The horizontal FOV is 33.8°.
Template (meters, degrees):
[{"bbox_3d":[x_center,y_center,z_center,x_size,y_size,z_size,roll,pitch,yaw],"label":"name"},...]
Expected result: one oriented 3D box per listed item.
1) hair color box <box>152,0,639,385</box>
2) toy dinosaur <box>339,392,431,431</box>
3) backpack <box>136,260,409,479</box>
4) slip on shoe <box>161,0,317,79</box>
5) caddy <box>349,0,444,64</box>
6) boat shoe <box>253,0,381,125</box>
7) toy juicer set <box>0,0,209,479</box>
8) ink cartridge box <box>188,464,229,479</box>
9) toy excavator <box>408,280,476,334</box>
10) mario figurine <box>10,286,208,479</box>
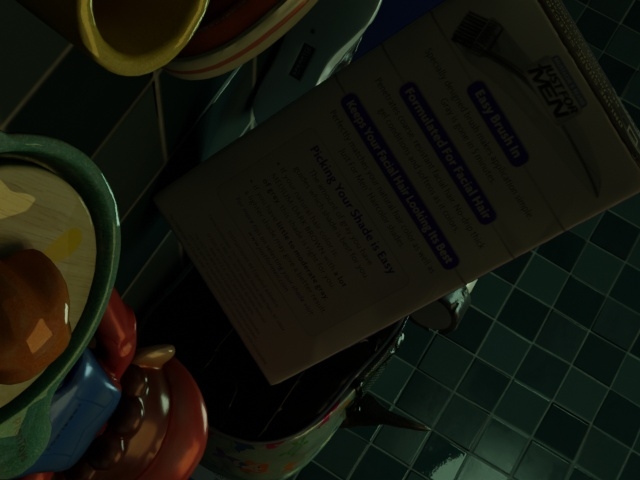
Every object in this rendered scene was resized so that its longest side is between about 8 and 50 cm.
[{"bbox_3d":[0.059,-0.049,0.813,0.338,0.185,0.110,-30,-175,25],"label":"hair color box"},{"bbox_3d":[-0.002,0.172,1.358,0.121,0.313,0.160,-61,171,-53],"label":"toy dinosaur"},{"bbox_3d":[-0.057,0.111,1.046,0.253,0.225,0.191,-48,162,-36],"label":"backpack"},{"bbox_3d":[-0.011,-0.235,0.534,0.101,0.123,0.331,15,114,-48],"label":"slip on shoe"},{"bbox_3d":[0.144,-0.222,1.220,0.241,0.179,0.341,-54,170,-39],"label":"caddy"},{"bbox_3d":[0.003,-0.180,0.940,0.183,0.065,0.083,-56,176,20],"label":"boat shoe"},{"bbox_3d":[-0.153,0.023,0.368,0.209,0.089,0.329,-6,119,-57],"label":"toy juicer set"},{"bbox_3d":[-0.125,0.214,1.128,0.311,0.185,0.065,-51,171,-44],"label":"ink cartridge box"},{"bbox_3d":[0.140,-0.084,1.661,0.432,0.445,0.222,-7,-143,44],"label":"toy excavator"},{"bbox_3d":[-0.193,0.090,0.643,0.198,0.170,0.320,-24,161,4],"label":"mario figurine"}]
